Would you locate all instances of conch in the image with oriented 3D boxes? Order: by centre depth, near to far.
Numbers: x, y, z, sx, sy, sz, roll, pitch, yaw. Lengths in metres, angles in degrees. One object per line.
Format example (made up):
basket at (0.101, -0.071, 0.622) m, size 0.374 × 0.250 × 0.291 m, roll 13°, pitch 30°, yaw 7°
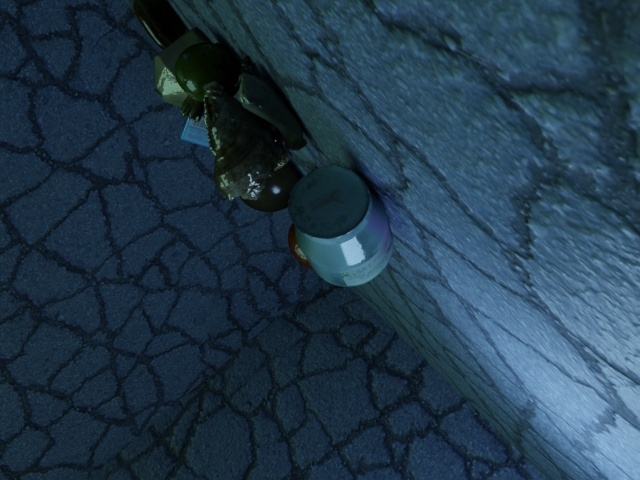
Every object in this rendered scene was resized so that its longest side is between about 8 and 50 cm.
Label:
conch at (-0.234, -0.291, 1.808) m, size 0.297 × 0.209 × 0.353 m, roll 31°, pitch 127°, yaw 56°

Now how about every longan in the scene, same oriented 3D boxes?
longan at (-0.207, -0.234, 2.510) m, size 0.300 × 0.243 × 0.300 m, roll 19°, pitch -161°, yaw -7°

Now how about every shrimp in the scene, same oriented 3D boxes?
shrimp at (-0.203, -0.489, 1.715) m, size 0.038 × 0.029 × 0.092 m, roll 60°, pitch 167°, yaw -19°

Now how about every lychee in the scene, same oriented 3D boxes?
lychee at (0.000, 0.000, 2.335) m, size 0.255 × 0.255 × 0.300 m, roll 50°, pitch 143°, yaw 2°

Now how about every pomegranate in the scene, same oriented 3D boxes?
pomegranate at (-0.348, -0.478, 1.874) m, size 0.202 × 0.248 × 0.202 m, roll 25°, pitch -164°, yaw -8°

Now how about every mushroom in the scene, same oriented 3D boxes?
mushroom at (-0.131, -0.349, 1.704) m, size 0.278 × 0.096 × 0.099 m, roll 40°, pitch -152°, yaw -34°

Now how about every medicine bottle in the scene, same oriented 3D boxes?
medicine bottle at (0.049, -0.037, 1.572) m, size 0.245 × 0.245 × 0.290 m, roll 47°, pitch 176°, yaw 26°

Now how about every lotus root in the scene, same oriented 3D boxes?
lotus root at (-0.578, -0.787, 2.247) m, size 0.241 × 0.124 × 0.123 m, roll 52°, pitch -175°, yaw -18°

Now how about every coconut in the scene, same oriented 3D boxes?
coconut at (-0.456, -0.566, 2.115) m, size 0.239 × 0.244 × 0.239 m, roll 49°, pitch 176°, yaw 5°

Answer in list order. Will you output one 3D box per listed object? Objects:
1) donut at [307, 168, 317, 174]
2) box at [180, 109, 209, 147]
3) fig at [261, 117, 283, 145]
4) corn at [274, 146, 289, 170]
donut at (-0.009, -0.182, 2.058) m, size 0.108 × 0.065 × 0.166 m, roll 49°, pitch 175°, yaw 15°
box at (-0.342, -0.382, 2.101) m, size 0.143 × 0.232 × 0.083 m, roll 128°, pitch 149°, yaw -49°
fig at (-0.230, -0.380, 1.987) m, size 0.274 × 0.146 × 0.170 m, roll 34°, pitch 172°, yaw 9°
corn at (-0.227, -0.387, 2.317) m, size 0.290 × 0.098 × 0.098 m, roll 54°, pitch 175°, yaw 2°
